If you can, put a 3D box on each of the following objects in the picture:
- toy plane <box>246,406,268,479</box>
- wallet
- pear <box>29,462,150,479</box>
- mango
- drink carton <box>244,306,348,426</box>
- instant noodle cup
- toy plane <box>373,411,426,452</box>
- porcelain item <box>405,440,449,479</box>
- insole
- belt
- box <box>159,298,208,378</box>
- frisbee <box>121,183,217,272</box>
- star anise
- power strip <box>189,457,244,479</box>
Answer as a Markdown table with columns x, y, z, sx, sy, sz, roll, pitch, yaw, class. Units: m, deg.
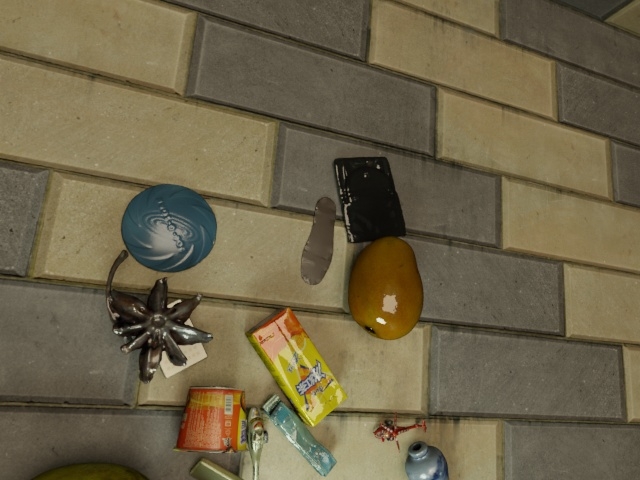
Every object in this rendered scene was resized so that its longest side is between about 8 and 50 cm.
| x | y | z | sx | sy | sz | roll | pitch | yaw | class |
| --- | --- | --- | --- | --- | --- | --- | --- | --- | --- |
| -0.195 | 0.645 | 1.426 | 0.092 | 0.108 | 0.285 | 1 | 92 | -23 | toy plane |
| 0.186 | -0.159 | 1.765 | 0.247 | 0.041 | 0.322 | -8 | 85 | -21 | wallet |
| -0.590 | 0.723 | 1.126 | 0.414 | 0.352 | 0.351 | -10 | 83 | -9 | pear |
| 0.228 | 0.153 | 1.626 | 0.264 | 0.221 | 0.377 | 19 | 63 | -12 | mango |
| -0.079 | 0.400 | 1.512 | 0.155 | 0.111 | 0.351 | -34 | 94 | -23 | drink carton |
| -0.304 | 0.511 | 1.358 | 0.214 | 0.213 | 0.174 | 10 | 69 | -19 | instant noodle cup |
| 0.269 | 0.639 | 1.621 | 0.194 | 0.077 | 0.126 | -22 | 91 | -31 | toy plane |
| 0.375 | 0.804 | 1.599 | 0.141 | 0.141 | 0.258 | -27 | 99 | -24 | porcelain item |
| 0.000 | 0.000 | 1.677 | 0.111 | 0.007 | 0.327 | 16 | 74 | -19 | insole |
| -0.065 | 0.611 | 1.485 | 0.072 | 0.087 | 0.302 | -42 | 96 | -20 | belt |
| -0.442 | 0.293 | 1.418 | 0.141 | 0.058 | 0.201 | -27 | 91 | -24 | box |
| -0.467 | -0.044 | 1.480 | 0.290 | 0.049 | 0.289 | 4 | 78 | -20 | frisbee |
| -0.462 | 0.226 | 1.335 | 0.316 | 0.139 | 0.359 | 20 | 57 | -24 | star anise |
| -0.296 | 0.700 | 1.389 | 0.169 | 0.028 | 0.076 | 35 | 112 | -9 | power strip |
